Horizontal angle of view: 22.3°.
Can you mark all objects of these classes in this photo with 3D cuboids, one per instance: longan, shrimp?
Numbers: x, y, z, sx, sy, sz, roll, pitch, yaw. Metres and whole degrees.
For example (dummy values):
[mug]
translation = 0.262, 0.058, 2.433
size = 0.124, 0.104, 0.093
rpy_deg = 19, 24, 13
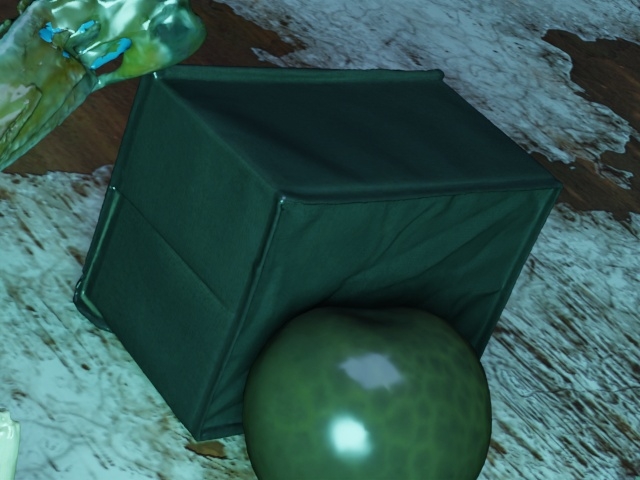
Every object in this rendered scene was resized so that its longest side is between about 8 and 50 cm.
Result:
[longan]
translation = 0.037, 0.145, 1.290
size = 0.212, 0.198, 0.198
rpy_deg = -15, 46, -45
[shrimp]
translation = -0.292, -0.086, 1.256
size = 0.445, 0.110, 0.221
rpy_deg = -34, 37, -11

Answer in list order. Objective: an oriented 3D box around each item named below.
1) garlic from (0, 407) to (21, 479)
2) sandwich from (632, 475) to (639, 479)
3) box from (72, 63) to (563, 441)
[garlic]
translation = -0.200, 0.204, 0.997
size = 0.199, 0.226, 0.199
rpy_deg = 14, 25, -7
[sandwich]
translation = 0.307, 0.252, 1.450
size = 0.104, 0.036, 0.093
rpy_deg = 4, 33, -30
[box]
translation = -0.001, -0.001, 1.439
size = 0.345, 0.251, 0.204
rpy_deg = -6, 40, -39
